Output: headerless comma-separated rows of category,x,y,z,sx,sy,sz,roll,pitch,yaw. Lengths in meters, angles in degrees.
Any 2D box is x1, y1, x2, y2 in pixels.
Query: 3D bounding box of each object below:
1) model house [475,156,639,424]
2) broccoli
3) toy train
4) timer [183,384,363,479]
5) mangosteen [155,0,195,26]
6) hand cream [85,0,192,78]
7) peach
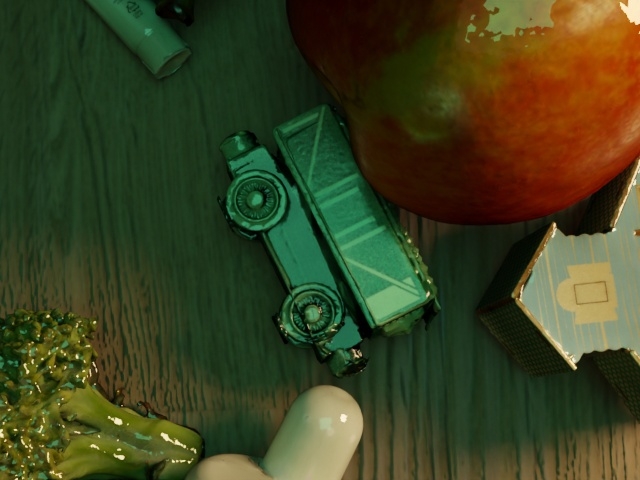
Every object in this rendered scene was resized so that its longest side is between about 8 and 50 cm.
model house,0.259,0.057,1.153,0.206,0.178,0.271,-6,84,-10
broccoli,-0.246,0.185,1.107,0.273,0.180,0.242,12,80,-1
toy train,0.000,0.000,1.188,0.154,0.115,0.269,-26,78,-8
timer,-0.021,0.263,1.079,0.233,0.233,0.240,26,97,1
mangosteen,-0.147,-0.336,1.189,0.211,0.211,0.250,-9,93,-4
hand cream,-0.214,-0.256,1.244,0.078,0.050,0.205,-38,81,-8
peach,0.165,-0.204,1.069,0.388,0.388,0.388,0,81,-3
